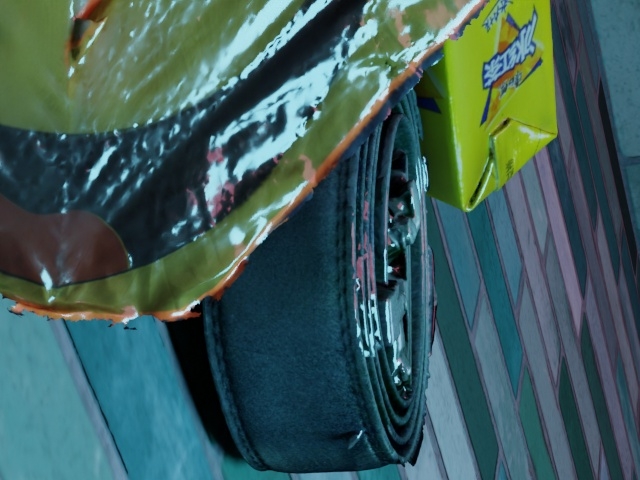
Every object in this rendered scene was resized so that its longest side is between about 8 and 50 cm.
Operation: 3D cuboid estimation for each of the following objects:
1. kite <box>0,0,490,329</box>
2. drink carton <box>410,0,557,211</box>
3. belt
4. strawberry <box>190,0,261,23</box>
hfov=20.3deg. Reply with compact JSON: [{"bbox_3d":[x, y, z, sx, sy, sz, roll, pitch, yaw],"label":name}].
[{"bbox_3d":[-0.075,-0.129,0.548,0.377,0.013,0.327,0,105,-31],"label":"kite"},{"bbox_3d":[0.049,-0.200,1.068,0.111,0.154,0.351,-37,137,-31],"label":"drink carton"},{"bbox_3d":[0.000,0.000,1.012,0.206,0.116,0.267,62,28,-60],"label":"belt"},{"bbox_3d":[-0.102,-0.183,0.715,0.265,0.149,0.336,74,0,-69],"label":"strawberry"}]
